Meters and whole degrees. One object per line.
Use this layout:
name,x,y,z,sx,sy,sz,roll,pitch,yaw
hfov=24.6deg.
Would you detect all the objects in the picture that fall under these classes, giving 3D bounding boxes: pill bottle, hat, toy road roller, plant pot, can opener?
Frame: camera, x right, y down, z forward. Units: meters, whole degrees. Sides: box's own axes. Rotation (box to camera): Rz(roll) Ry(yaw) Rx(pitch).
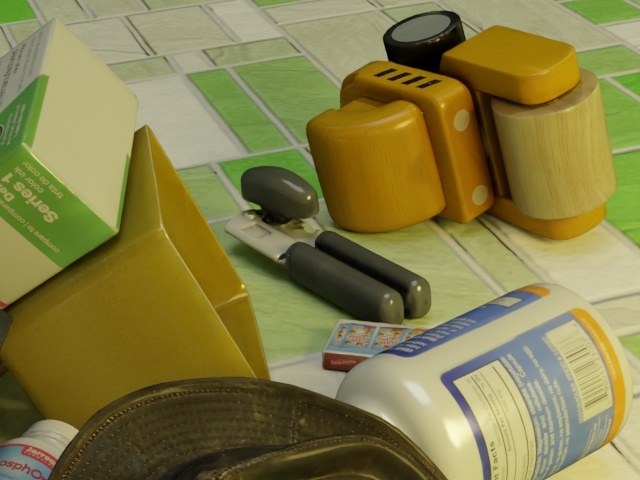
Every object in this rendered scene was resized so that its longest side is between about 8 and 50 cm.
pill bottle,-0.239,0.211,1.152,0.087,0.087,0.160,5,28,16
hat,-0.012,0.201,0.931,0.331,0.134,0.331,11,56,-17
toy road roller,0.139,-0.102,1.627,0.240,0.202,0.329,-33,32,-25
pill bottle,0.107,0.146,1.177,0.272,0.152,0.152,-22,32,-32
plant pot,-0.180,0.061,1.310,0.187,0.212,0.212,-26,30,5
can opener,0.000,0.000,1.537,0.076,0.095,0.283,-23,33,-33

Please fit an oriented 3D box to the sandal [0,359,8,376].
sandal,-0.322,0.105,1.415,0.072,0.049,0.180,-37,22,-15

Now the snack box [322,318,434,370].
snack box,0.095,0.106,1.398,0.178,0.022,0.064,5,29,15

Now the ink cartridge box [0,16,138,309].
ink cartridge box,-0.303,-0.034,1.272,0.278,0.117,0.201,-31,33,22

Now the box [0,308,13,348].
box,-0.425,0.111,1.040,0.312,0.179,0.343,34,22,-14
